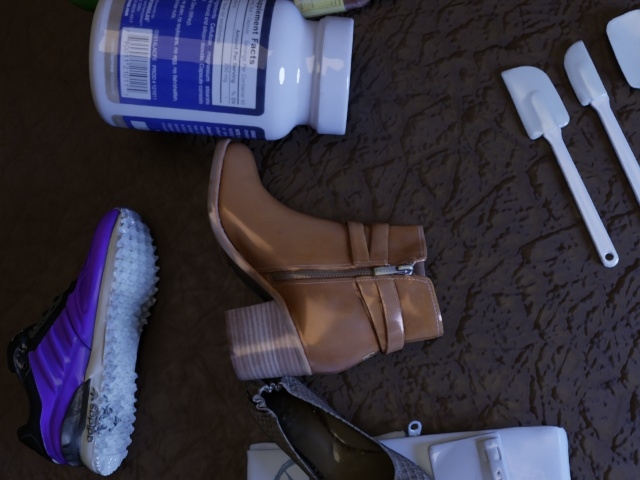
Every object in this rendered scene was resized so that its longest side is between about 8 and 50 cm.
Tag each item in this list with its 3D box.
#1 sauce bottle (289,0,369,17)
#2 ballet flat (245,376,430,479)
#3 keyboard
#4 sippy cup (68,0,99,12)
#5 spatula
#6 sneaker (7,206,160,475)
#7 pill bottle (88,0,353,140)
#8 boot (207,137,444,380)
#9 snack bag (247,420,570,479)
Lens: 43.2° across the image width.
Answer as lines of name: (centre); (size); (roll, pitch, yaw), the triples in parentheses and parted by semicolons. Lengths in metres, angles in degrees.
sauce bottle: (0.025, -0.286, 0.933); (0.128, 0.042, 0.042); (-7, 78, 10)
ballet flat: (0.014, 0.205, 0.793); (0.250, 0.058, 0.084); (36, 78, 31)
keyboard: (0.158, 0.307, 0.733); (0.072, 0.014, 0.256); (-17, 64, 16)
sippy cup: (-0.247, -0.441, 0.932); (0.240, 0.224, 0.306); (-30, 75, 7)
spatula: (0.313, -0.108, 0.842); (0.168, 0.019, 0.242); (-23, 75, 7)
sneaker: (-0.276, 0.102, 0.898); (0.146, 0.102, 0.294); (5, 81, 15)
pill bottle: (-0.099, -0.187, 0.869); (0.264, 0.153, 0.153); (6, 80, 0)
boot: (0.000, 0.000, 0.855); (0.220, 0.109, 0.284); (-12, 61, 1)
snack bag: (0.090, 0.338, 0.768); (0.342, 0.037, 0.323); (-10, 65, 14)
